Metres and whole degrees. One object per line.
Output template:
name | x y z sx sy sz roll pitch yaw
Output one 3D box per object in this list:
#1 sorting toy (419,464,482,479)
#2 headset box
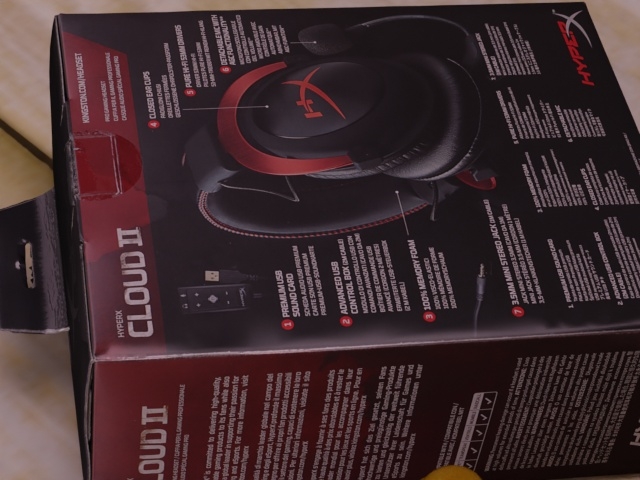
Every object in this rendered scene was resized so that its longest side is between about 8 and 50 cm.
sorting toy | 0.164 0.155 0.693 0.366 0.126 0.127 11 46 3
headset box | 0.000 0.000 0.827 0.293 0.110 0.218 -3 47 -12
